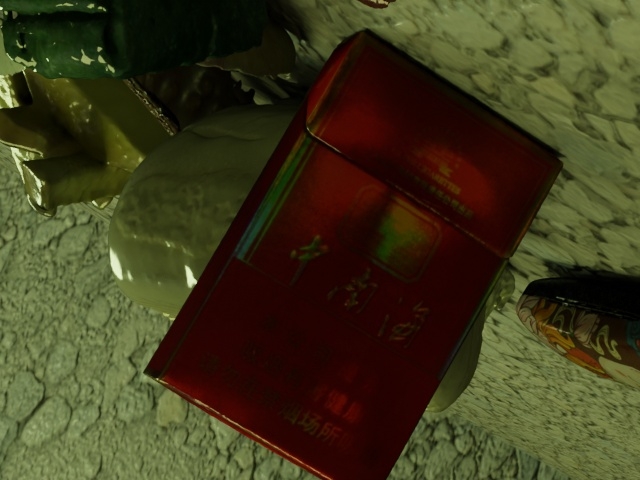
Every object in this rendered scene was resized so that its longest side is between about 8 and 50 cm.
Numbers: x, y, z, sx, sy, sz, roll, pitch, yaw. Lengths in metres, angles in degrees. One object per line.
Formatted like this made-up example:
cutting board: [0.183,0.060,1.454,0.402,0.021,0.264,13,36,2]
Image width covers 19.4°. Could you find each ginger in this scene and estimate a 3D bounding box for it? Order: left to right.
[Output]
ginger: [-0.303,-0.149,1.975,0.358,0.211,0.413,37,170,-29]

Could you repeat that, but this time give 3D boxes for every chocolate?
chocolate: [-0.109,-0.116,1.794,0.065,0.102,0.329,18,160,37]

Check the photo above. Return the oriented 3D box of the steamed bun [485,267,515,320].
steamed bun: [0.063,0.078,2.001,0.200,0.225,0.170,25,171,40]

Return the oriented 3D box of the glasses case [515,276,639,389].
glasses case: [0.300,0.094,1.784,0.122,0.082,0.321,35,170,-24]

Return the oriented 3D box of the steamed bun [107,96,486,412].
steamed bun: [0.003,-0.002,1.737,0.247,0.236,0.383,10,167,42]

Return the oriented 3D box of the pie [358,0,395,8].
pie: [0.002,-0.199,1.209,0.154,0.036,0.154,29,171,5]

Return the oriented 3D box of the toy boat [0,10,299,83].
toy boat: [-0.165,-0.201,1.467,0.293,0.111,0.276,23,-166,7]

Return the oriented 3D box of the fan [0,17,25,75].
fan: [-0.363,-0.280,1.802,0.329,0.009,0.191,40,143,37]

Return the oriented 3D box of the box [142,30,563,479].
box: [0.027,0.021,1.471,0.197,0.313,0.089,31,171,-12]

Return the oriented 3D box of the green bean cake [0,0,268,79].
green bean cake: [-0.128,-0.211,1.271,0.107,0.193,0.208,-2,-170,32]
